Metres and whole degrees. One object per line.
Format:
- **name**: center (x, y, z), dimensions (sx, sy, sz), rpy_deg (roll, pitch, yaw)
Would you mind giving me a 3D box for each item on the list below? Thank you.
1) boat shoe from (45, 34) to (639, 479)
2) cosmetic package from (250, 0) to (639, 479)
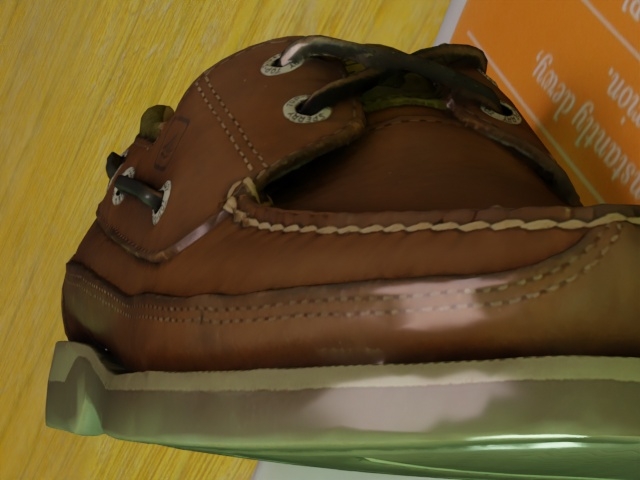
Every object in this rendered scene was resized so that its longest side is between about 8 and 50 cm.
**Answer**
- **boat shoe**: center (0.000, 0.000, 0.461), dimensions (0.307, 0.111, 0.104), rpy_deg (-6, 75, 65)
- **cosmetic package**: center (0.095, 0.095, 0.546), dimensions (0.453, 0.161, 0.230), rpy_deg (-68, 26, 23)
